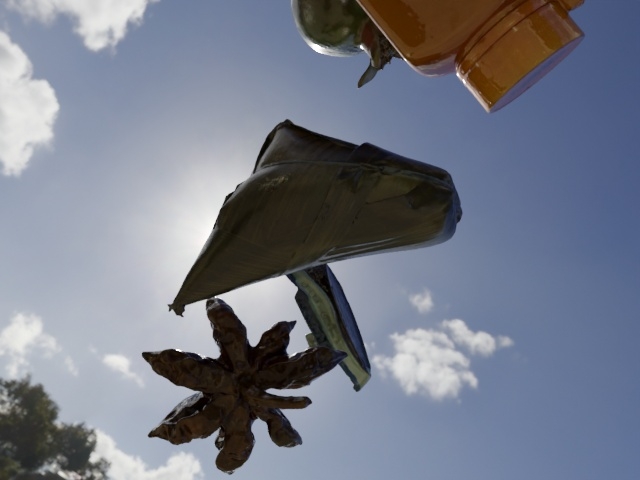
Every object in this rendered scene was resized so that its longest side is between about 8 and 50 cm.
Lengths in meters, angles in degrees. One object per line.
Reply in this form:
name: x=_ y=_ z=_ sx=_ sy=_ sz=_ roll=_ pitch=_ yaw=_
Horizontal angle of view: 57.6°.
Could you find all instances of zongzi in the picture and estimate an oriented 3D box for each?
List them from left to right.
zongzi: x=0.000 y=0.000 z=0.559 sx=0.220 sy=0.242 sz=0.112 roll=16 pitch=-34 yaw=27

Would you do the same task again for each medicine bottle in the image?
medicine bottle: x=0.125 y=-0.233 z=0.531 sx=0.149 sy=0.112 sz=0.222 roll=-41 pitch=-98 yaw=30

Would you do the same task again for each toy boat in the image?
toy boat: x=-0.004 y=0.151 z=1.034 sx=0.115 sy=0.114 sz=0.262 roll=-25 pitch=-104 yaw=14

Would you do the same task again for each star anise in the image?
star anise: x=-0.091 y=0.157 z=0.631 sx=0.196 sy=0.212 sz=0.111 roll=46 pitch=4 yaw=8

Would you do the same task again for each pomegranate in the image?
pomegranate: x=0.054 y=-0.278 z=0.730 sx=0.191 sy=0.152 sz=0.131 roll=52 pitch=-20 yaw=27
